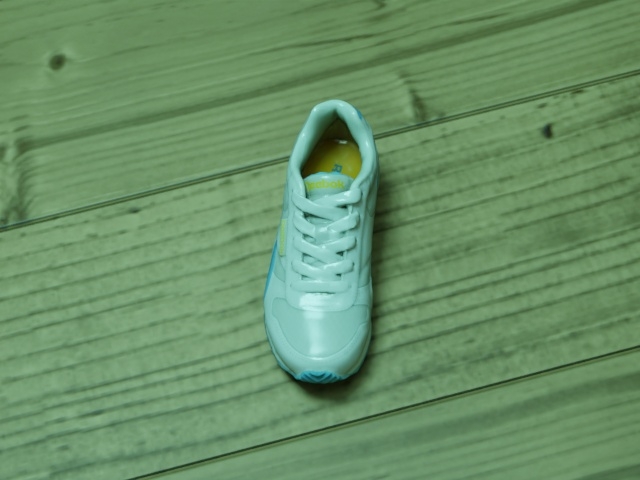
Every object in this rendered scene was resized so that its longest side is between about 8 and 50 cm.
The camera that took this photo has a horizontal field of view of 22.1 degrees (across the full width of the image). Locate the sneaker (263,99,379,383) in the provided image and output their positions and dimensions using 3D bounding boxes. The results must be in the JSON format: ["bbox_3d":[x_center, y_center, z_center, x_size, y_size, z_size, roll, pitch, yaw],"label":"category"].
[{"bbox_3d":[0.000,0.000,1.250,0.087,0.092,0.229,1,58,3],"label":"sneaker"}]
